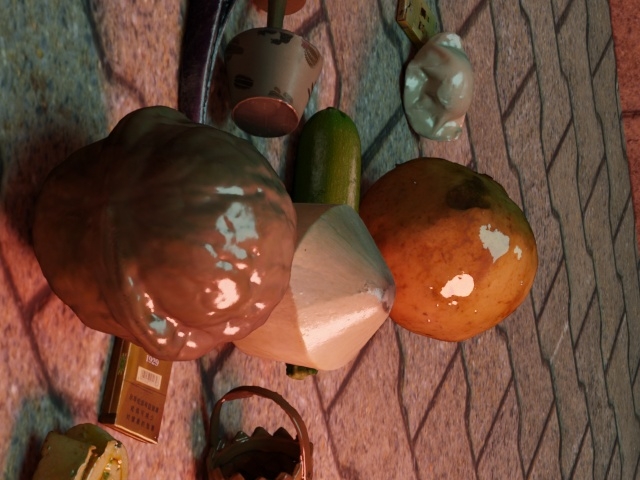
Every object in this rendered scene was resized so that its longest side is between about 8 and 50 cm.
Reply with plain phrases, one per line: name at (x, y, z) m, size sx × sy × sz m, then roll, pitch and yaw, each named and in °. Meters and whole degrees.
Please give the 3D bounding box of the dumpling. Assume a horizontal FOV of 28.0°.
dumpling at (0.188, -0.258, 2.140) m, size 0.134 × 0.100 × 0.169 m, roll -6°, pitch 122°, yaw -30°

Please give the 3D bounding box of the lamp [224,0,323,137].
lamp at (-0.056, -0.233, 1.571) m, size 0.121 × 0.121 × 0.214 m, roll 58°, pitch 31°, yaw -49°

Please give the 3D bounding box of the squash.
squash at (0.000, 0.000, 1.709) m, size 0.101 × 0.101 × 0.378 m, roll 41°, pitch 52°, yaw -58°

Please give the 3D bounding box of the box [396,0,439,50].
box at (0.163, -0.367, 2.150) m, size 0.149 × 0.020 × 0.073 m, roll 41°, pitch 55°, yaw -58°

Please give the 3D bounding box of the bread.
bread at (-0.236, 0.255, 1.245) m, size 0.117 × 0.064 × 0.156 m, roll 46°, pitch 48°, yaw -62°

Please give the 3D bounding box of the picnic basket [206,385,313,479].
picnic basket at (-0.071, 0.255, 1.518) m, size 0.138 × 0.128 × 0.178 m, roll -38°, pitch 127°, yaw -63°

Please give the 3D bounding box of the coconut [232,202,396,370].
coconut at (-0.014, 0.052, 1.532) m, size 0.202 × 0.222 × 0.202 m, roll -22°, pitch 114°, yaw -61°

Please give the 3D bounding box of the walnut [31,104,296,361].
walnut at (-0.147, -0.006, 1.222) m, size 0.248 × 0.248 × 0.248 m, roll 0°, pitch 90°, yaw -65°

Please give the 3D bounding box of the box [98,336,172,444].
box at (-0.194, 0.145, 1.382) m, size 0.090 × 0.023 × 0.133 m, roll 41°, pitch 53°, yaw -60°

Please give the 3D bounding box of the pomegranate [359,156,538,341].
pomegranate at (0.182, 0.014, 1.896) m, size 0.281 × 0.281 × 0.281 m, roll 0°, pitch 90°, yaw -65°

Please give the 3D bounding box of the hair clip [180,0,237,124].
hair clip at (-0.140, -0.190, 1.489) m, size 0.083 × 0.048 × 0.275 m, roll 23°, pitch 74°, yaw -65°
